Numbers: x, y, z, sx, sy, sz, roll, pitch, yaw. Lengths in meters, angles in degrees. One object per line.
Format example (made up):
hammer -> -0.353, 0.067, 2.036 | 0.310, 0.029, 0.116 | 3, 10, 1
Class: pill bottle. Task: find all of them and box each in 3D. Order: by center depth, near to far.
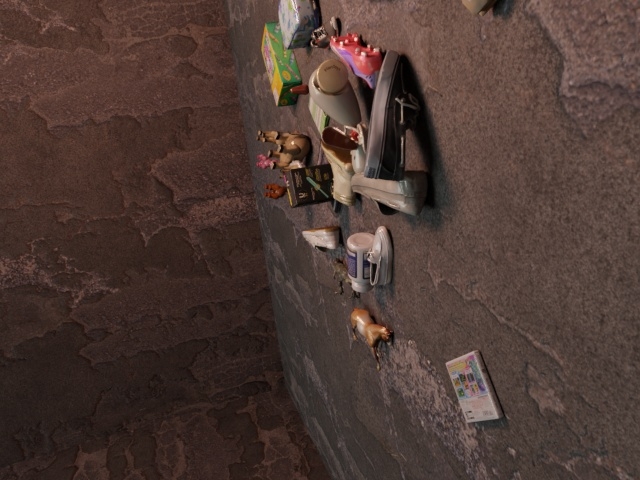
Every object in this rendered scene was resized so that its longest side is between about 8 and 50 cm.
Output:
pill bottle -> 0.129, 0.070, 1.597 | 0.094, 0.094, 0.169 | -125, 28, -55

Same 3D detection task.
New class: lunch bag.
lunch bag -> -0.076, -0.746, 1.730 | 0.219, 0.090, 0.176 | 163, 94, -75

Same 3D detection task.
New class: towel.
towel -> -0.005, -0.450, 1.839 | 0.113, 0.023, 0.152 | 101, 151, -60

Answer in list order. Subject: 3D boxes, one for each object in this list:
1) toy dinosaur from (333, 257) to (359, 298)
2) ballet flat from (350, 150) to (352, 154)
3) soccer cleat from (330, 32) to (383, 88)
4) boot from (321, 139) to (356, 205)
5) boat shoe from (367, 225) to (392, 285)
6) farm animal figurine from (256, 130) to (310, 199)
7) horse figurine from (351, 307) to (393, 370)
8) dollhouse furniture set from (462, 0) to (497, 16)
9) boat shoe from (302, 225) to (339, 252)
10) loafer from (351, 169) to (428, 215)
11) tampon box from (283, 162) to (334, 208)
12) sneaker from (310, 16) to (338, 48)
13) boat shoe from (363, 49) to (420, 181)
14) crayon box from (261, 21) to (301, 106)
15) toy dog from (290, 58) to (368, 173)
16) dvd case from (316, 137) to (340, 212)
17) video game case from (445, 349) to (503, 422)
toy dinosaur -> 0.092, 0.141, 1.859 | 0.268, 0.064, 0.118 | -148, 55, -65
ballet flat -> 0.110, -0.253, 1.529 | 0.041, 0.041, 0.114 | 98, 156, -51
soccer cleat -> 0.089, -0.473, 1.369 | 0.248, 0.083, 0.095 | -126, 24, -51
boot -> 0.059, -0.221, 1.671 | 0.213, 0.077, 0.165 | -125, 25, -49
boat shoe -> 0.165, 0.048, 1.508 | 0.066, 0.063, 0.184 | -124, 26, -54
farm animal figurine -> -0.130, -0.338, 2.127 | 0.327, 0.172, 0.331 | 143, 122, -60
horse figurine -> 0.156, 0.298, 1.730 | 0.263, 0.066, 0.175 | -129, 25, -54
dollhouse furniture set -> 0.249, -0.591, 0.777 | 0.355, 0.174, 0.303 | 49, 149, -1
boat shoe -> 0.000, 0.000, 2.004 | 0.277, 0.098, 0.096 | -178, 77, -73
loafer -> 0.160, -0.118, 1.314 | 0.319, 0.112, 0.112 | -158, 66, -71
tampon box -> -0.027, -0.185, 1.774 | 0.101, 0.160, 0.121 | 162, 96, -74
sneaker -> 0.009, -0.612, 1.572 | 0.158, 0.064, 0.061 | 155, 103, -75
boat shoe -> 0.167, -0.279, 1.173 | 0.113, 0.104, 0.306 | 99, 180, -71
crayon box -> -0.158, -0.696, 2.080 | 0.165, 0.081, 0.279 | 126, 131, -69
toy dog -> 0.032, -0.327, 1.415 | 0.220, 0.160, 0.334 | 25, -134, -78
dvd case -> 0.034, -0.231, 1.860 | 0.165, 0.018, 0.221 | 100, 154, -52
video game case -> 0.340, 0.330, 1.176 | 0.157, 0.019, 0.143 | 113, 143, -66
